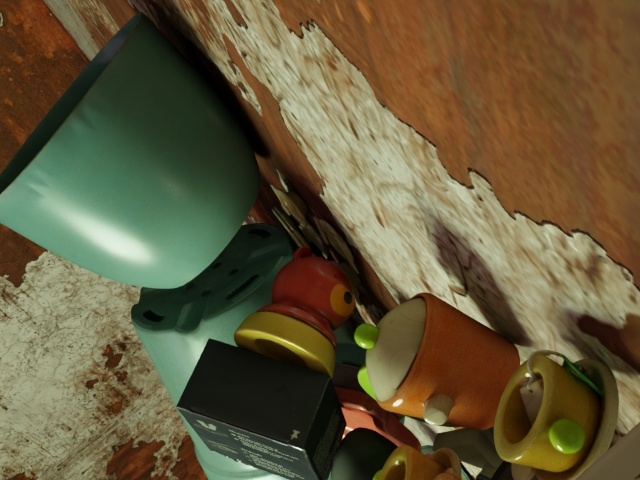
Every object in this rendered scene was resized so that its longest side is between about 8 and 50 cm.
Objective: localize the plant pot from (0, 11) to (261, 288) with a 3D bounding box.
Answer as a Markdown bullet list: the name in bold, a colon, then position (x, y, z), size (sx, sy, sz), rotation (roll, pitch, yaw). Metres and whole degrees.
- **plant pot**: position (-0.214, -0.083, 1.071), size (0.235, 0.293, 0.293), rotation (39, 177, -22)

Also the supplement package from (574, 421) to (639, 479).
- **supplement package**: position (0.205, 0.190, 0.282), size (0.293, 0.177, 0.175), rotation (45, 169, 34)

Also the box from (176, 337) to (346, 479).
- **box**: position (-0.062, 0.204, 1.044), size (0.155, 0.093, 0.158), rotation (15, 153, 17)

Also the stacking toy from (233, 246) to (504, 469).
- **stacking toy**: position (0.083, 0.142, 1.060), size (0.279, 0.130, 0.309), rotation (7, 149, 31)

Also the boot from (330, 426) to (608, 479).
- **boot**: position (0.133, 0.284, 0.880), size (0.445, 0.146, 0.367), rotation (-145, 46, -70)

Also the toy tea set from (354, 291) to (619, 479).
- **toy tea set**: position (0.082, 0.140, 0.599), size (0.124, 0.200, 0.336), rotation (22, 176, -10)

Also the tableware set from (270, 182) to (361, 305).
- **tableware set**: position (0.000, 0.000, 1.094), size (0.168, 0.020, 0.141), rotation (45, 169, 37)

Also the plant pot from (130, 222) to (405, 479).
- **plant pot**: position (-0.091, 0.177, 1.335), size (0.334, 0.341, 0.341), rotation (63, 167, -25)

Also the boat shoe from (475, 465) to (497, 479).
- **boat shoe**: position (0.219, 0.302, 0.959), size (0.066, 0.066, 0.183), rotation (44, 166, -17)

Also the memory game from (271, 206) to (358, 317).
- **memory game**: position (-0.006, 0.028, 1.200), size (0.186, 0.012, 0.186), rotation (52, 178, 2)

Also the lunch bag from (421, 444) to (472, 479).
- **lunch bag**: position (0.177, 0.485, 1.452), size (0.279, 0.224, 0.108), rotation (53, 171, -11)
